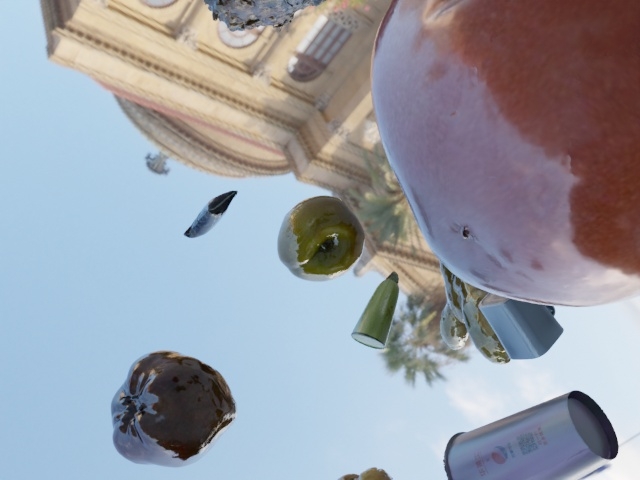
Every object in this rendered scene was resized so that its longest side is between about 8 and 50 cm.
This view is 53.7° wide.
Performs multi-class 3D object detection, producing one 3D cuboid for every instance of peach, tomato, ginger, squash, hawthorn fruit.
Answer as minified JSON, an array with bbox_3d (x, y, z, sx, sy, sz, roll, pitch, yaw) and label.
[{"bbox_3d":[0.000,0.000,1.751,0.251,0.251,0.153,30,-171,-23],"label":"peach"},{"bbox_3d":[0.187,-0.104,0.551,0.341,0.273,0.341,43,173,6],"label":"tomato"},{"bbox_3d":[0.359,0.117,1.562,0.363,0.122,0.347,26,-125,-88],"label":"ginger"},{"bbox_3d":[0.159,0.171,1.642,0.094,0.094,0.224,34,-119,-16],"label":"squash"},{"bbox_3d":[-0.257,0.315,1.167,0.248,0.208,0.208,30,-154,-53],"label":"hawthorn fruit"}]

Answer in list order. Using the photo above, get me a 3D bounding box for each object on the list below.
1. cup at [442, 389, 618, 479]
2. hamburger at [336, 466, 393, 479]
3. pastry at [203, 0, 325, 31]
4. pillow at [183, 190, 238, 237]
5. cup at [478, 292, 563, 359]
[{"bbox_3d":[0.410,0.413,1.223,0.203,0.288,0.203,25,-139,-24],"label":"cup"},{"bbox_3d":[0.125,0.703,1.521,0.289,0.170,0.314,59,-152,-52],"label":"hamburger"},{"bbox_3d":[-0.062,-0.415,0.868,0.193,0.274,0.274,13,-143,-25],"label":"pastry"},{"bbox_3d":[-0.245,-0.056,1.407,0.048,0.150,0.090,37,-129,-12],"label":"pillow"},{"bbox_3d":[0.382,0.138,1.179,0.128,0.095,0.129,-39,-81,-27],"label":"cup"}]
